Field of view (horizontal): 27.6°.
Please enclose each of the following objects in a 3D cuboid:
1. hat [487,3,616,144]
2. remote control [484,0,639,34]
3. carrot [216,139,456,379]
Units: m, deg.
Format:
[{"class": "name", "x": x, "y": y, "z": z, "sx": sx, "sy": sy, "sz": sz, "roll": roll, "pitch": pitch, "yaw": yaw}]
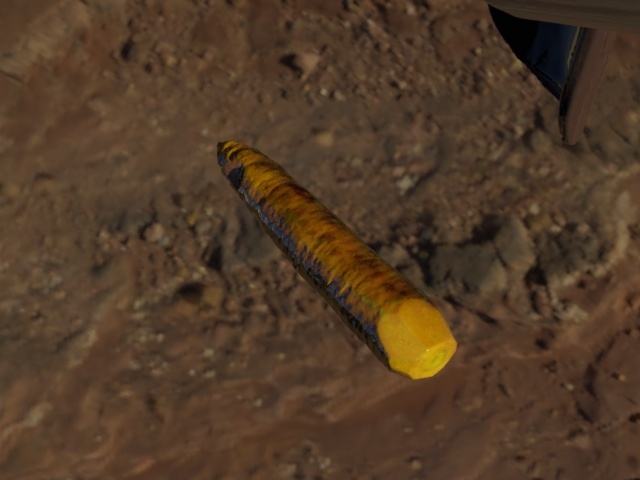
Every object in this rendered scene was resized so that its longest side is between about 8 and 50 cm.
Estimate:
[{"class": "hat", "x": 0.231, "y": -0.240, "z": 0.917, "sx": 0.209, "sy": 0.336, "sz": 0.238, "roll": -16, "pitch": 44, "yaw": -6}, {"class": "remote control", "x": 0.089, "y": -0.093, "z": 0.332, "sx": 0.078, "sy": 0.042, "sz": 0.221, "roll": -63, "pitch": 20, "yaw": 4}, {"class": "carrot", "x": 0.000, "y": 0.000, "z": 1.106, "sx": 0.066, "sy": 0.066, "sz": 0.314, "roll": -50, "pitch": 54, "yaw": 9}]
